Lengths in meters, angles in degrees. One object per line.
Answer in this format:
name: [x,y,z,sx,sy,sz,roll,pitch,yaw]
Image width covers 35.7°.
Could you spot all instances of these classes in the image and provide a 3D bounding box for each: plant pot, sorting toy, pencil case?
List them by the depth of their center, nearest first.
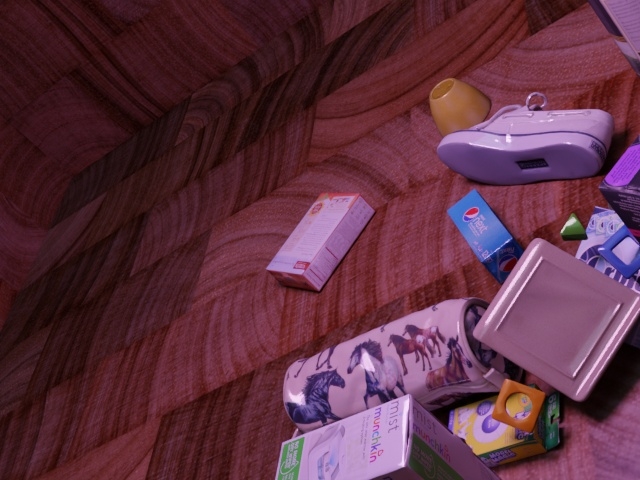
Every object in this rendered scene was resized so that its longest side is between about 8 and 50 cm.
sorting toy: [0.350,0.118,1.460,0.196,0.047,0.347,32,85,26]
pencil case: [0.130,0.225,1.638,0.410,0.160,0.183,-25,45,33]
plant pot: [0.297,-0.304,2.201,0.134,0.095,0.134,-32,30,21]

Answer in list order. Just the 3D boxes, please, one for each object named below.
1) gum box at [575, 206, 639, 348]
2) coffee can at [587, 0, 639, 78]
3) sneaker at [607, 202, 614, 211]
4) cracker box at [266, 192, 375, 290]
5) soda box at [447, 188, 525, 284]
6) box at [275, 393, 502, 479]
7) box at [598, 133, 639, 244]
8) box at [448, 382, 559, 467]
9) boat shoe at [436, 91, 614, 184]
gum box: [0.449,0.053,1.493,0.157,0.041,0.184,22,89,55]
coffee can: [0.601,-0.410,1.743,0.201,0.275,0.201,-33,29,21]
sneaker: [0.484,-0.008,1.579,0.086,0.064,0.192,-34,32,9]
cracker box: [0.000,0.000,2.217,0.232,0.067,0.156,-53,28,-18]
soda box: [0.306,-0.010,1.820,0.071,0.067,0.210,-39,28,10]
box: [0.105,0.360,1.379,0.231,0.262,0.126,-26,34,30]
box: [0.530,-0.033,1.331,0.165,0.270,0.143,-50,28,-10]
box: [0.275,0.283,1.492,0.179,0.043,0.105,-24,34,31]
boat shoe: [0.395,-0.207,1.898,0.367,0.136,0.156,0,51,49]
